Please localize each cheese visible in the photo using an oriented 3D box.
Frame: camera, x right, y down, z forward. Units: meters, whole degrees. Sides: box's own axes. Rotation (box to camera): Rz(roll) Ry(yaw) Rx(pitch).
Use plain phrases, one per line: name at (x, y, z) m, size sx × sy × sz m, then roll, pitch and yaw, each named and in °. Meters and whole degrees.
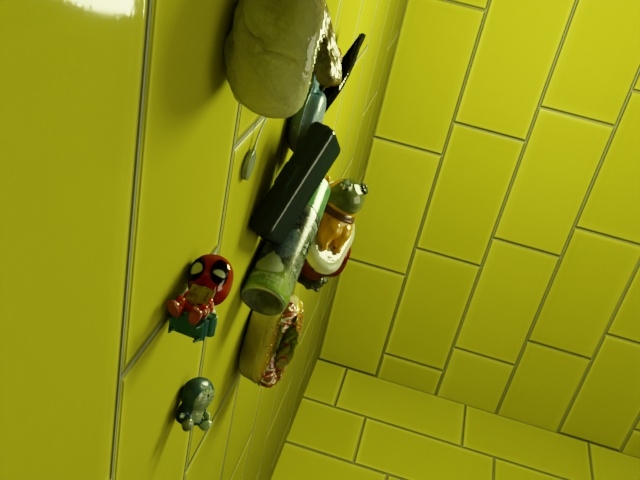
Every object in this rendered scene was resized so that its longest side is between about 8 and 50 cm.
cheese at (-0.020, -0.257, 1.447) m, size 0.135 × 0.052 × 0.245 m, roll -64°, pitch 168°, yaw -65°

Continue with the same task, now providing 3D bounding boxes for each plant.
plant at (-0.024, 0.086, 2.154) m, size 0.143 × 0.092 × 0.094 m, roll 78°, pitch 20°, yaw -60°

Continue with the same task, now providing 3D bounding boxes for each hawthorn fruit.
hawthorn fruit at (0.000, 0.000, 1.982) m, size 0.203 × 0.162 × 0.162 m, roll -95°, pitch -168°, yaw -49°

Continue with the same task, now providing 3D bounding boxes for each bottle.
bottle at (-0.063, -0.002, 1.534) m, size 0.093 × 0.093 × 0.330 m, roll 99°, pitch 9°, yaw -49°

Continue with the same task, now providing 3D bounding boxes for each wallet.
wallet at (0.041, -0.355, 1.659) m, size 0.124 × 0.025 × 0.244 m, roll -47°, pitch -166°, yaw 42°

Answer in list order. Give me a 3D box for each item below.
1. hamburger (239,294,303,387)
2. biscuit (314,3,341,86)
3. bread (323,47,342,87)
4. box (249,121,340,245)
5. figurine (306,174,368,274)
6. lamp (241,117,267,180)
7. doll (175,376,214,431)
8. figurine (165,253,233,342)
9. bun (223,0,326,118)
hamburger at (-0.103, 0.215, 1.643) m, size 0.173 × 0.116 × 0.210 m, roll -32°, pitch 138°, yaw -85°
biscuit at (-0.007, -0.322, 1.169) m, size 0.174 × 0.039 × 0.183 m, roll -65°, pitch 143°, yaw -71°
bread at (0.016, -0.355, 1.547) m, size 0.081 × 0.046 × 0.083 m, roll -57°, pitch 164°, yaw -62°
box at (-0.043, -0.100, 1.397) m, size 0.230 × 0.050 × 0.160 m, roll -58°, pitch 172°, yaw -2°
figurine at (0.052, -0.052, 1.825) m, size 0.141 × 0.166 × 0.250 m, roll -24°, pitch -121°, yaw 49°
lamp at (-0.073, -0.183, 1.179) m, size 0.050 × 0.056 × 0.198 m, roll -22°, pitch 131°, yaw -86°
doll at (-0.199, 0.256, 1.190) m, size 0.076 × 0.050 × 0.083 m, roll 20°, pitch 88°, yaw -66°
figurine at (-0.155, 0.072, 1.011) m, size 0.140 × 0.068 × 0.075 m, roll -63°, pitch 165°, yaw -53°
bun at (-0.058, -0.244, 0.918) m, size 0.164 × 0.111 × 0.188 m, roll -136°, pitch -122°, yaw -77°
